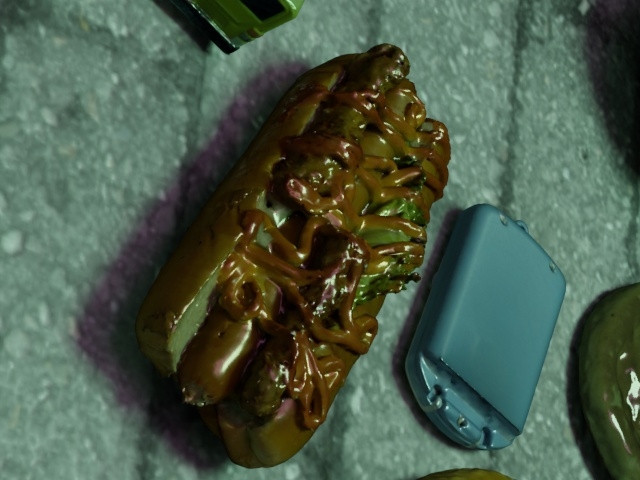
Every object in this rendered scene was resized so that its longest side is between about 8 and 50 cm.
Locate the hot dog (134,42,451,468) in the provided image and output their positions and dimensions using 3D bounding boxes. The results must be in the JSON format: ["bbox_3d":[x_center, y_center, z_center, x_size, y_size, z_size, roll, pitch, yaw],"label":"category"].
[{"bbox_3d":[0.000,0.000,1.342,0.158,0.117,0.349,50,48,-20],"label":"hot dog"}]

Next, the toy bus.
[{"bbox_3d":[-0.039,-0.232,1.393,0.088,0.101,0.175,43,49,-25],"label":"toy bus"}]

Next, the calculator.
[{"bbox_3d":[0.134,0.066,1.502,0.121,0.039,0.210,43,51,-28],"label":"calculator"}]

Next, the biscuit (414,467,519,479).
[{"bbox_3d":[0.108,0.304,1.363,0.213,0.091,0.274,-7,83,-47],"label":"biscuit"}]

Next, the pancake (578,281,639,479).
[{"bbox_3d":[0.308,0.145,1.640,0.236,0.042,0.222,49,45,-22],"label":"pancake"}]
